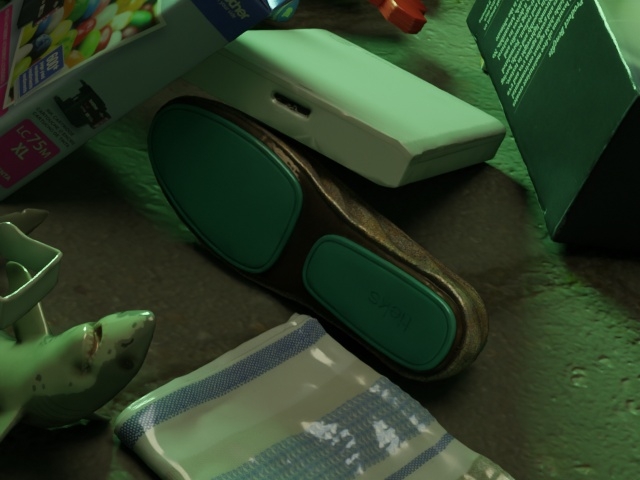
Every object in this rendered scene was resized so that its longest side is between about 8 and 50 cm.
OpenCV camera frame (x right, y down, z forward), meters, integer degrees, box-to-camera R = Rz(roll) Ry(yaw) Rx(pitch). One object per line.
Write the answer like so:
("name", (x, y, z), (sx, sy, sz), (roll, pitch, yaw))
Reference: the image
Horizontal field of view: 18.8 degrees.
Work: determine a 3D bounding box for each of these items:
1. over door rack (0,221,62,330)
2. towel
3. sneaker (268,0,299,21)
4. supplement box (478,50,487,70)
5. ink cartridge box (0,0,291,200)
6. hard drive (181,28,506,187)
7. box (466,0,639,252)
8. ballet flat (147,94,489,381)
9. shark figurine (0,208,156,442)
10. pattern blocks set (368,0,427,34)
("over door rack", (-0.258, 0.017, 1.131), (0.108, 0.239, 0.324), (-24, 52, -39))
("towel", (0.024, 0.164, 1.290), (0.285, 0.034, 0.209), (38, 38, 24))
("sneaker", (-0.082, -0.268, 1.823), (0.081, 0.080, 0.211), (29, 24, -34))
("supplement box", (0.203, -0.183, 1.864), (0.098, 0.036, 0.062), (12, 35, -11))
("ink cartridge box", (-0.142, -0.177, 1.468), (0.065, 0.311, 0.185), (49, 18, -33))
("hard drive", (0.024, -0.114, 1.582), (0.203, 0.040, 0.307), (29, 15, 13))
("box", (0.326, -0.143, 1.708), (0.296, 0.182, 0.294), (6, 44, -23))
("ballet flat", (0.000, 0.000, 1.469), (0.316, 0.107, 0.106), (41, 20, 20))
("shark figurine", (-0.187, 0.075, 1.280), (0.116, 0.166, 0.278), (27, 6, -37))
("pattern blocks set", (-0.014, -0.314, 1.880), (0.285, 0.026, 0.325), (32, 20, -13))
